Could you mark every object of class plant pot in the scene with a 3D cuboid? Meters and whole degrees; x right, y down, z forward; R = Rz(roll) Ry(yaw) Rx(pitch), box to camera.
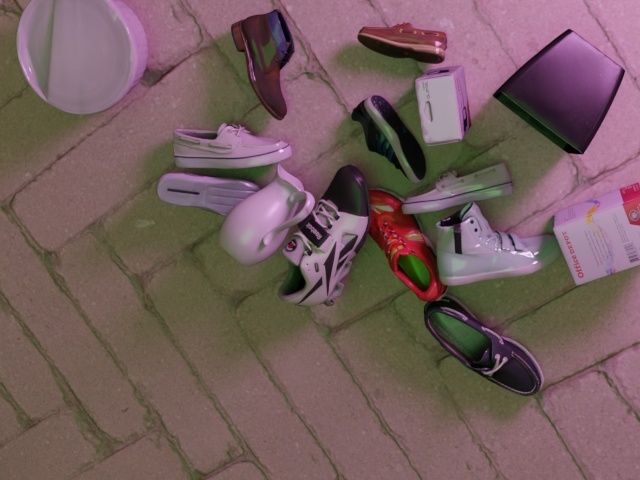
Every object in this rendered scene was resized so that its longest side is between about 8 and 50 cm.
[{"bbox_3d":[0.447,-0.282,1.627,0.188,0.187,0.167,37,99,2],"label":"plant pot"}]

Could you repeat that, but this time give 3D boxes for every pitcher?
[{"bbox_3d":[-0.106,-0.039,1.810,0.125,0.178,0.207,39,94,-30],"label":"pitcher"}]

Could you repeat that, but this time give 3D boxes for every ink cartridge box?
[{"bbox_3d":[0.552,-0.013,1.698,0.176,0.127,0.128,-20,101,19],"label":"ink cartridge box"},{"bbox_3d":[0.237,-0.260,1.684,0.072,0.175,0.127,-6,105,17],"label":"ink cartridge box"}]

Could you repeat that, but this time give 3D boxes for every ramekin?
[{"bbox_3d":[-0.492,-0.407,1.865,0.273,0.127,0.272,4,108,14],"label":"ramekin"}]

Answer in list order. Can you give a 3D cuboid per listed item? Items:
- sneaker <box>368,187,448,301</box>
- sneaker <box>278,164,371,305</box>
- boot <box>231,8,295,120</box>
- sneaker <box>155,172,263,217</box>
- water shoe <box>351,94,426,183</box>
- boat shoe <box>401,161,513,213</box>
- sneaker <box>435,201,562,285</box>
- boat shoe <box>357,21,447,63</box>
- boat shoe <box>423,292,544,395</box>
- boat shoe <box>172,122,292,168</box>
[{"bbox_3d":[0.166,0.006,1.808,0.107,0.118,0.279,-42,83,22],"label":"sneaker"},{"bbox_3d":[0.000,0.000,1.819,0.122,0.146,0.330,42,124,45],"label":"sneaker"},{"bbox_3d":[-0.094,-0.360,1.795,0.106,0.082,0.219,-21,98,23],"label":"boot"},{"bbox_3d":[-0.225,-0.105,1.908,0.258,0.091,0.094,14,105,-11],"label":"sneaker"},{"bbox_3d":[0.141,-0.199,1.797,0.080,0.073,0.203,-28,94,43],"label":"water shoe"},{"bbox_3d":[0.272,-0.107,1.782,0.226,0.083,0.075,-12,93,6],"label":"boat shoe"},{"bbox_3d":[0.352,-0.008,1.740,0.256,0.094,0.151,-13,111,-2],"label":"sneaker"},{"bbox_3d":[0.162,-0.395,1.732,0.178,0.064,0.060,13,79,10],"label":"boat shoe"},{"bbox_3d":[0.337,0.234,1.851,0.303,0.091,0.114,35,112,3],"label":"boat shoe"},{"bbox_3d":[-0.191,-0.206,1.866,0.268,0.096,0.088,2,112,23],"label":"boat shoe"}]
